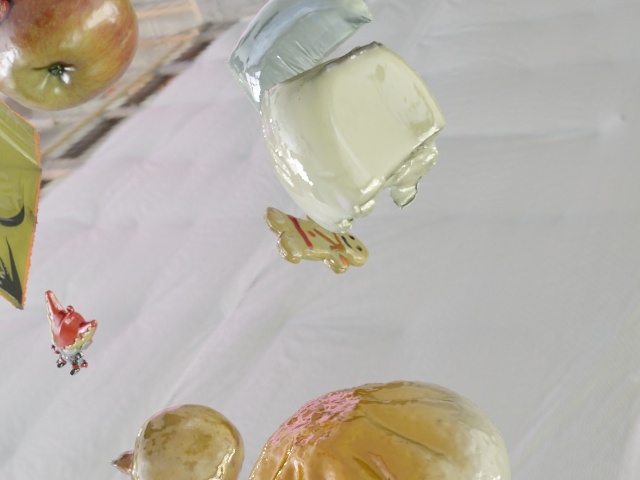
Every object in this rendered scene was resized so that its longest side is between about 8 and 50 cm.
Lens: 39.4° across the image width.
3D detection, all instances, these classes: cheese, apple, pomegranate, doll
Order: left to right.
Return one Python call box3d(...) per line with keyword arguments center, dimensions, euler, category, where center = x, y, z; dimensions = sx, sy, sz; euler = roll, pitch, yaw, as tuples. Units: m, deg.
box3d(center=(-0.500, -0.376, 1.697), dimensions=(0.309, 0.277, 0.250), euler=(-29, -139, 53), category="apple")
box3d(center=(-0.433, 0.167, 1.550), dimensions=(0.109, 0.169, 0.057), euler=(30, -130, 14), category="doll")
box3d(center=(-0.230, 0.380, 1.523), dimensions=(0.207, 0.207, 0.207), euler=(-14, -149, 8), category="pomegranate")
box3d(center=(0.050, -0.133, 1.165), dimensions=(0.266, 0.233, 0.127), euler=(-37, -174, -40), category="cheese")

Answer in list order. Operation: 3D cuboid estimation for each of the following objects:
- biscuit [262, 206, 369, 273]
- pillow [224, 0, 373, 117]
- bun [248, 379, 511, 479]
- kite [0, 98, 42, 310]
box3d(center=(0.000, 0.000, 1.628), dimensions=(0.030, 0.234, 0.153), euler=(-50, -133, 27), category="biscuit")
box3d(center=(-0.037, -0.278, 1.264), dimensions=(0.254, 0.144, 0.078), euler=(-42, 163, 35), category="pillow")
box3d(center=(0.034, 0.237, 0.890), dimensions=(0.299, 0.165, 0.299), euler=(-32, -169, 7), category="bun")
box3d(center=(-0.291, -0.085, 0.618), dimensions=(0.013, 0.327, 0.377), euler=(-36, 173, 12), category="kite")
